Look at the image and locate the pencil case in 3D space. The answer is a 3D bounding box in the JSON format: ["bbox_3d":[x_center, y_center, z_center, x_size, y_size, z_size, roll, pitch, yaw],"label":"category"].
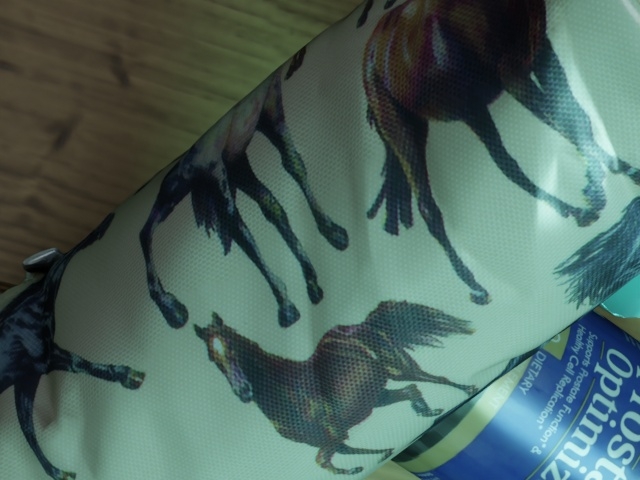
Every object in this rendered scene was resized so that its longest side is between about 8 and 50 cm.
[{"bbox_3d":[0.000,0.000,0.667,0.410,0.160,0.183,-40,79,28],"label":"pencil case"}]

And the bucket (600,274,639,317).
[{"bbox_3d":[0.220,-0.061,0.795,0.281,0.281,0.183,18,78,-15],"label":"bucket"}]

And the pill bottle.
[{"bbox_3d":[0.140,0.108,0.830,0.219,0.123,0.122,34,79,-14],"label":"pill bottle"}]
